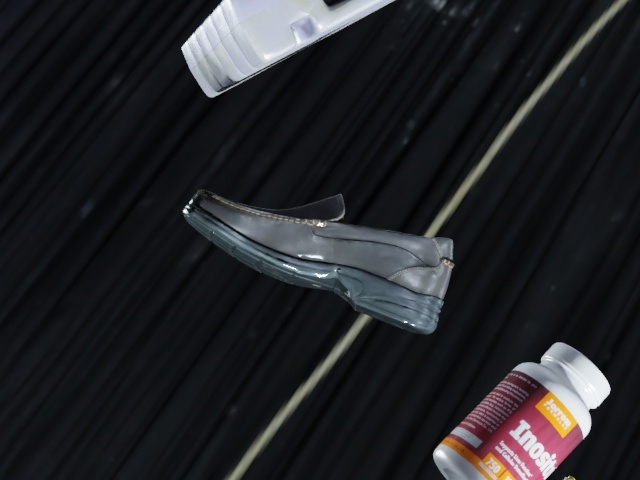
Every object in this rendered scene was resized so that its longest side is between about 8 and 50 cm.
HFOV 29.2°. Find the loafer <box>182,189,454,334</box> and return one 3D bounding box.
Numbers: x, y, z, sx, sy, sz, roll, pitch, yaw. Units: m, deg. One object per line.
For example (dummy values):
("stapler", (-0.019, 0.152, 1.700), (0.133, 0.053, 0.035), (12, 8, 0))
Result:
("loafer", (0.000, 0.000, 0.755), (0.170, 0.061, 0.062), (22, 172, -3))

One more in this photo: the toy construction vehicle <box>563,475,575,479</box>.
("toy construction vehicle", (0.264, 0.292, 1.245), (0.035, 0.086, 0.098), (12, 148, 45))

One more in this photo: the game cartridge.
("game cartridge", (0.078, -0.210, 0.840), (0.068, 0.355, 0.230), (63, 168, -12))

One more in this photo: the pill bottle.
("pill bottle", (0.178, 0.163, 1.069), (0.086, 0.152, 0.086), (43, 167, 13))
